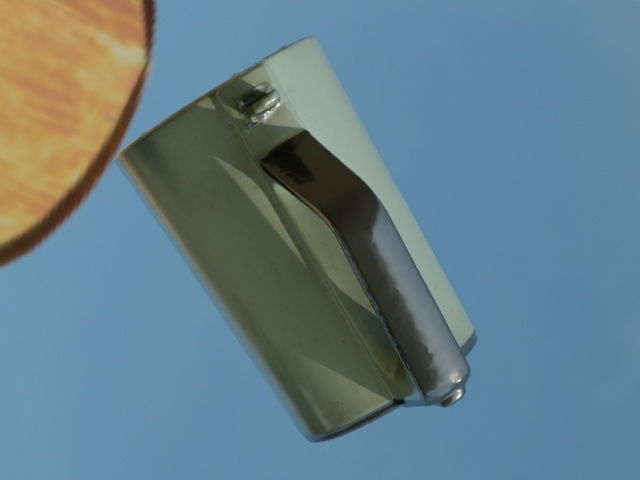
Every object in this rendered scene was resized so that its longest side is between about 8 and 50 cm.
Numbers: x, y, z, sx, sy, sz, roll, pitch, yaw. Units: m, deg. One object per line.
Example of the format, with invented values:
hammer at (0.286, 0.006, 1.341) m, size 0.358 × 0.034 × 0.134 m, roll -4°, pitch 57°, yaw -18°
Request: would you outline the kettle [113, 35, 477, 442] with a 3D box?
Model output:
kettle at (0.000, 0.000, 1.422) m, size 0.250 × 0.377 × 0.361 m, roll -33°, pitch -175°, yaw -19°
